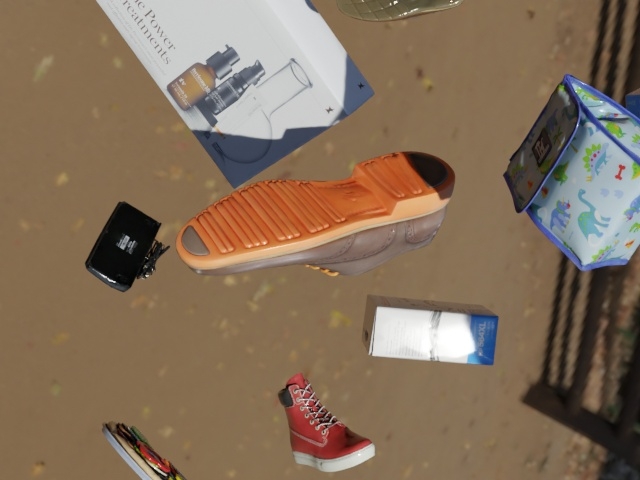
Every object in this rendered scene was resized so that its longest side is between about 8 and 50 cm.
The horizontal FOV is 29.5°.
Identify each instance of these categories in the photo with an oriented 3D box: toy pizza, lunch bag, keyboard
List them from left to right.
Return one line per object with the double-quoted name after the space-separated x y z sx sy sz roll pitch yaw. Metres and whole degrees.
-0.282 0.021 1.771 0.038 0.100 0.192 -51 -168 30 "keyboard"
-0.214 0.308 1.630 0.032 0.201 0.201 -46 152 -8 "toy pizza"
0.254 -0.067 1.170 0.096 0.151 0.129 -4 133 -42 "lunch bag"

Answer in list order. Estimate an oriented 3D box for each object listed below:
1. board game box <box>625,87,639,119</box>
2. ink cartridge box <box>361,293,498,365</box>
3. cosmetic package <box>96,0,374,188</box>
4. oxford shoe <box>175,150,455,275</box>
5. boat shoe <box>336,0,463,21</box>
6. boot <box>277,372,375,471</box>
0.606 -0.177 2.212 0.160 0.039 0.212 -26 116 -48 "board game box"
0.178 0.147 2.014 0.148 0.203 0.086 -128 -136 -83 "ink cartridge box"
-0.136 -0.301 1.866 0.284 0.377 0.097 -30 -170 40 "cosmetic package"
0.000 0.000 1.484 0.363 0.130 0.133 -13 132 -21 "oxford shoe"
0.111 -0.326 1.651 0.060 0.178 0.064 48 36 -84 "boat shoe"
0.002 0.341 2.324 0.088 0.244 0.176 -19 97 -33 "boot"
